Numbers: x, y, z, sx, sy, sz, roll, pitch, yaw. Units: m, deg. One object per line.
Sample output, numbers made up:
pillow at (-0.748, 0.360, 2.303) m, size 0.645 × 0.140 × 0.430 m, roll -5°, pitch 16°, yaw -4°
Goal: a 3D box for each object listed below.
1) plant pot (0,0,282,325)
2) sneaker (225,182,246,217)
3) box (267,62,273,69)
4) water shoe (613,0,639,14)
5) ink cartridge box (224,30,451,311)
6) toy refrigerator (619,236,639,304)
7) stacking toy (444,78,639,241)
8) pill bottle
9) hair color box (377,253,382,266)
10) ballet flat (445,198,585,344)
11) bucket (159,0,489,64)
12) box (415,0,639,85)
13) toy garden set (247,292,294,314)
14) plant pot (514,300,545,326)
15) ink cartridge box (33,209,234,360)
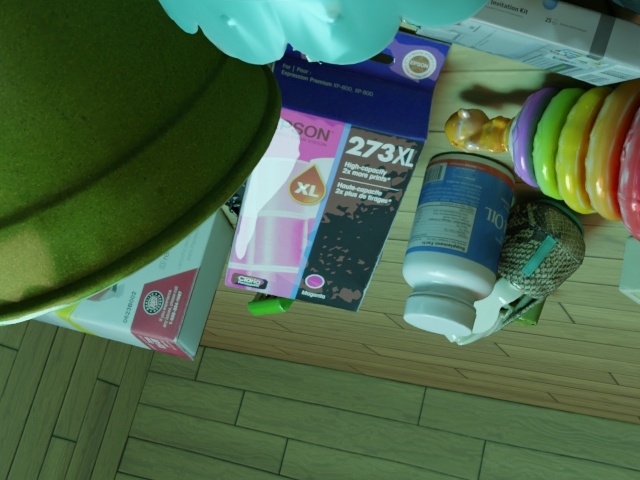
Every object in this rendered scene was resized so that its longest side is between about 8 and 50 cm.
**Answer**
plant pot at (-0.263, -0.188, 0.641) m, size 0.366 × 0.366 × 0.353 m, roll 4°, pitch 135°, yaw 34°
sneaker at (-0.120, -0.095, 1.286) m, size 0.267 × 0.106 × 0.101 m, roll 20°, pitch 165°, yaw -12°
box at (-0.086, -0.211, 0.934) m, size 0.067 × 0.063 × 0.324 m, roll 5°, pitch 161°, yaw 33°
water shoe at (0.283, -0.199, 0.672) m, size 0.203 × 0.073 × 0.080 m, roll 20°, pitch -169°, yaw -23°
ink cartridge box at (0.007, -0.073, 0.982) m, size 0.175 × 0.069 × 0.371 m, roll 12°, pitch 131°, yaw -6°
toy refrigerator at (0.558, 0.049, 1.178) m, size 0.102 × 0.094 × 0.269 m, roll 28°, pitch 159°, yaw -38°
stacking toy at (0.259, -0.097, 0.895) m, size 0.301 × 0.166 × 0.175 m, roll 16°, pitch 155°, yaw 40°
pill bottle at (0.178, 0.008, 1.149) m, size 0.124 × 0.222 × 0.124 m, roll 14°, pitch 165°, yaw 4°
hair color box at (0.048, -0.054, 1.154) m, size 0.093 × 0.167 × 0.053 m, roll 21°, pitch 163°, yaw -18°
ballet flat at (0.263, 0.077, 1.372) m, size 0.164 × 0.182 × 0.483 m, roll 39°, pitch 166°, yaw 6°
bucket at (-0.006, -0.243, 0.406) m, size 0.281 × 0.281 × 0.183 m, roll 7°, pitch 158°, yaw 27°
box at (0.183, -0.180, 0.755) m, size 0.186 × 0.038 × 0.145 m, roll 15°, pitch -174°, yaw -1°
toy garden set at (0.000, 0.000, 1.294) m, size 0.049 × 0.244 × 0.203 m, roll 46°, pitch 154°, yaw -16°
plant pot at (0.375, 0.113, 1.584) m, size 0.083 × 0.079 × 0.083 m, roll 15°, pitch 165°, yaw 4°
ink cartridge box at (-0.399, 0.043, 1.684) m, size 0.384 × 0.279 × 0.160 m, roll 12°, pitch 163°, yaw 11°
